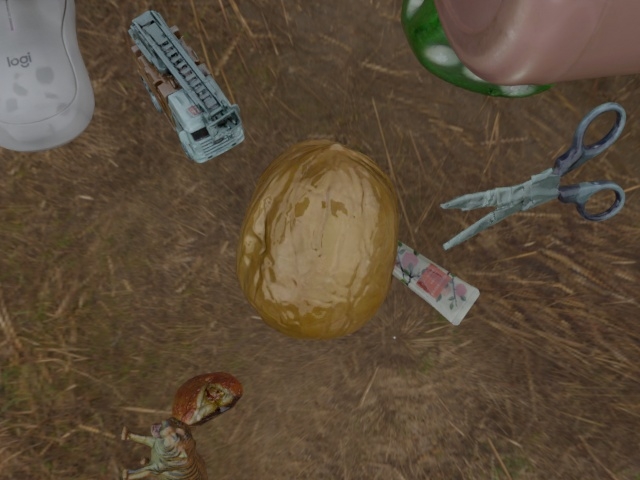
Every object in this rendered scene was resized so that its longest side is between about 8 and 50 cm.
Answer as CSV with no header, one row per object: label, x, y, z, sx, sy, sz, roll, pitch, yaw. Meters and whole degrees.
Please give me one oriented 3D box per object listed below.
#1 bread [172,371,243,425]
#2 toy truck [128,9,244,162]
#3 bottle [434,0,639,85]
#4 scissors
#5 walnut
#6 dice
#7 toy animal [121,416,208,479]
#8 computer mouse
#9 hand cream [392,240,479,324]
bread,-0.220,0.300,1.631,0.139,0.269,0.095,-32,85,-17
toy truck,-0.270,-0.307,1.714,0.133,0.184,0.338,-30,62,-9
bottle,0.209,-0.160,0.412,0.296,0.206,0.173,-8,46,-9
scissors,0.393,-0.086,1.561,0.383,0.256,0.029,-23,38,-7
walnut,0.000,0.000,0.946,0.193,0.193,0.226,13,105,6
dice,0.342,-0.453,1.553,0.297,0.287,0.300,22,76,-18
toy animal,-0.193,0.288,1.079,0.099,0.241,0.057,0,54,6
computer mouse,-0.436,-0.272,1.234,0.184,0.121,0.297,-12,74,-6
hand cream,0.172,0.057,1.536,0.234,0.050,0.080,35,77,13
